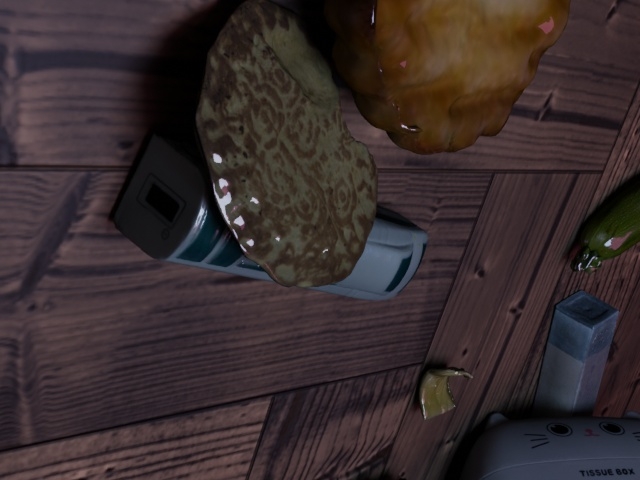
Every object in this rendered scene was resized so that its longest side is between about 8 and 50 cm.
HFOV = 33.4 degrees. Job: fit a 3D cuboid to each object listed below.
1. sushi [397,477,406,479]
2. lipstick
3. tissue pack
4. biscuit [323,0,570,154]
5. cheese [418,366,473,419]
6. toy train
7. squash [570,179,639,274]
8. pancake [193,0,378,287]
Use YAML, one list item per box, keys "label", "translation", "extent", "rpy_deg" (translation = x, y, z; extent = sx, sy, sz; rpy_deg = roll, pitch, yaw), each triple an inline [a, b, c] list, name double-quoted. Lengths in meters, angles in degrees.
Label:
- label: "sushi"
  translation: [0.044, 0.441, 1.236]
  extent: [0.348, 0.207, 0.234]
  rpy_deg: [-40, 147, -18]
- label: "lipstick"
  translation: [0.354, 0.225, 1.536]
  extent: [0.066, 0.068, 0.317]
  rpy_deg: [-25, 132, -37]
- label: "tissue pack"
  translation: [0.346, 0.362, 1.441]
  extent: [0.333, 0.236, 0.229]
  rpy_deg: [1, 132, -12]
- label: "biscuit"
  translation: [0.113, -0.235, 0.898]
  extent: [0.325, 0.107, 0.326]
  rpy_deg: [-33, 137, -38]
- label: "cheese"
  translation: [0.149, 0.172, 1.291]
  extent: [0.060, 0.041, 0.084]
  rpy_deg: [-11, 139, -35]
- label: "toy train"
  translation: [0.000, 0.000, 0.960]
  extent: [0.407, 0.088, 0.086]
  rpy_deg: [14, 106, -53]
- label: "squash"
  translation: [0.447, -0.051, 1.442]
  extent: [0.318, 0.080, 0.071]
  rpy_deg: [-32, 98, -32]
- label: "pancake"
  translation: [-0.023, -0.075, 0.839]
  extent: [0.212, 0.029, 0.235]
  rpy_deg: [-26, 104, -53]
